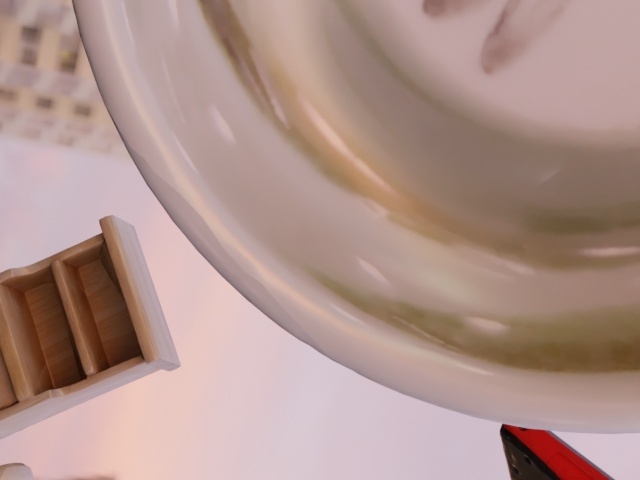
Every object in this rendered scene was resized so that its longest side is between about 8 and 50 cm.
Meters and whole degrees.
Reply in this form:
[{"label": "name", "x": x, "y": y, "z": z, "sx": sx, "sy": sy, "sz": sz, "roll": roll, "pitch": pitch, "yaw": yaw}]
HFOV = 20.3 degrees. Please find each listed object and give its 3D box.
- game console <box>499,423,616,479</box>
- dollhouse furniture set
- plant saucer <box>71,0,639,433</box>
[{"label": "game console", "x": 0.320, "y": 0.368, "z": 1.740, "sx": 0.342, "sy": 0.060, "sz": 0.386, "roll": 42, "pitch": -21, "yaw": 40}, {"label": "dollhouse furniture set", "x": -0.345, "y": 0.075, "z": 1.776, "sx": 0.362, "sy": 0.256, "sz": 0.394, "roll": 69, "pitch": 12, "yaw": 17}, {"label": "plant saucer", "x": 0.107, "y": -0.129, "z": 0.671, "sx": 0.100, "sy": 0.400, "sz": 0.400, "roll": -65, "pitch": 171, "yaw": -72}]
